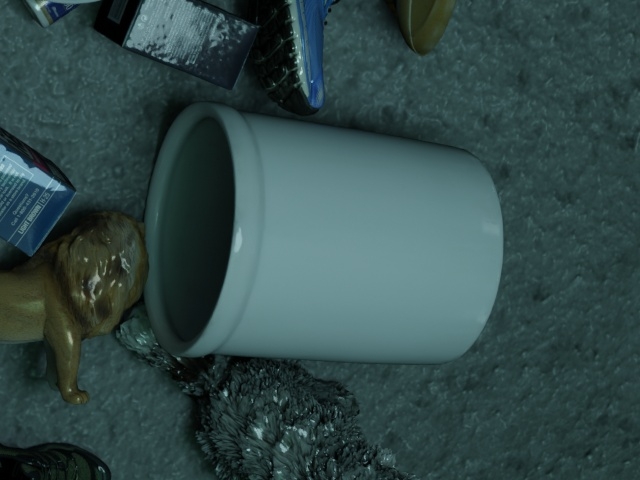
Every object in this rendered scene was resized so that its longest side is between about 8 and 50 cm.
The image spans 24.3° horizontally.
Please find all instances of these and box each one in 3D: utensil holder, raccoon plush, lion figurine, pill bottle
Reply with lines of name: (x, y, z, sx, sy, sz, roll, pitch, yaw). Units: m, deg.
utensil holder: (0.000, 0.000, 1.955, 0.385, 0.327, 0.327, 5, 103, -26)
raccoon plush: (-0.077, 0.282, 2.017, 0.446, 0.299, 0.216, 26, 95, -26)
lion figurine: (-0.413, 0.086, 1.916, 0.392, 0.142, 0.240, -3, 99, -17)
pill bottle: (-0.317, -0.325, 1.868, 0.120, 0.067, 0.067, -36, 115, -8)

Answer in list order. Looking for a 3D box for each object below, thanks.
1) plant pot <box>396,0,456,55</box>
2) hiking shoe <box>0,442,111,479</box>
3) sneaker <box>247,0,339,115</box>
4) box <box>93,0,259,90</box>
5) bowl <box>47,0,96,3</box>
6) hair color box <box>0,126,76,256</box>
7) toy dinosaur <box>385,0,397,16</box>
plant pot: (0.149, -0.365, 1.990, 0.032, 0.236, 0.236, 15, 103, 18)
hiking shoe: (-0.386, 0.323, 2.007, 0.227, 0.114, 0.086, 11, 101, -25)
sneaker: (-0.010, -0.325, 1.926, 0.147, 0.130, 0.330, 1, 85, -28)
box: (-0.185, -0.270, 1.888, 0.158, 0.156, 0.093, 19, 98, -26)
bowl: (-0.326, -0.442, 1.755, 0.311, 0.163, 0.311, -11, 109, -35)
hair color box: (-0.476, -0.131, 1.802, 0.347, 0.174, 0.105, 35, 91, -27)
toy dinosaur: (0.085, -0.360, 2.014, 0.064, 0.112, 0.211, -51, 161, -26)
